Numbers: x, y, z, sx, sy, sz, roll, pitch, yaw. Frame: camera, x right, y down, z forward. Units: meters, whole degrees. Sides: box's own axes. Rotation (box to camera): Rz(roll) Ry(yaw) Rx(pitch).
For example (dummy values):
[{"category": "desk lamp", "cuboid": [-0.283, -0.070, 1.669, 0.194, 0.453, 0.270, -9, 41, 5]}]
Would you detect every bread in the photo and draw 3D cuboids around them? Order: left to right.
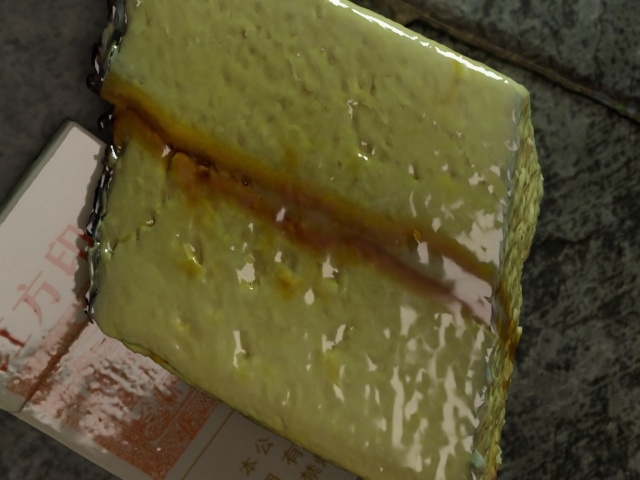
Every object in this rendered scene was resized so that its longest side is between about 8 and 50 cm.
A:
[{"category": "bread", "cuboid": [0.000, 0.000, 0.825, 0.404, 0.242, 0.346, 20, 84, 8]}]

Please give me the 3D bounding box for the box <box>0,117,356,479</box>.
[{"category": "box", "cuboid": [-0.109, 0.093, 0.829, 0.365, 0.051, 0.205, 38, 86, -22]}]
